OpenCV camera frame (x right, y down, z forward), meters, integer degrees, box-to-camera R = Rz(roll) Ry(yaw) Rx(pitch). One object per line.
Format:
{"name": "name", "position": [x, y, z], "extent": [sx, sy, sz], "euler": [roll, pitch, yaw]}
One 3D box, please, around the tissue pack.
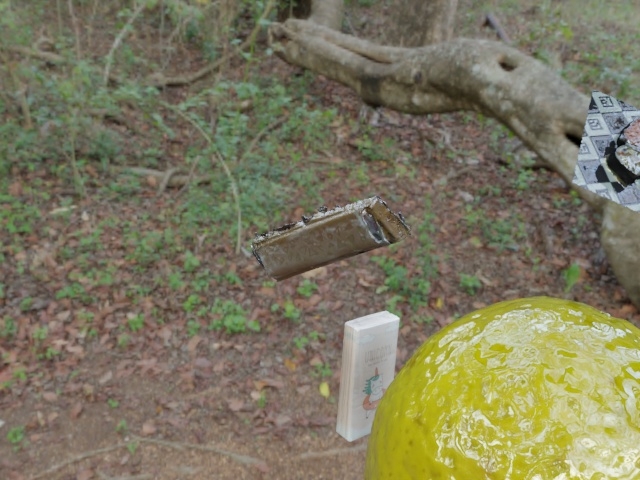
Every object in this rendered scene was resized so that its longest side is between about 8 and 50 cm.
{"name": "tissue pack", "position": [0.130, 0.367, 1.759], "extent": [0.170, 0.325, 0.071], "euler": [-7, 18, -39]}

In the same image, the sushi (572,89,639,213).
{"name": "sushi", "position": [0.558, -0.151, 1.097], "extent": [0.220, 0.047, 0.231], "euler": [24, 61, 0]}

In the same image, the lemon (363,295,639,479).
{"name": "lemon", "position": [0.215, 0.239, 0.653], "extent": [0.387, 0.349, 0.350], "euler": [-33, 29, 0]}

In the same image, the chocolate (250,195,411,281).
{"name": "chocolate", "position": [-0.001, 0.006, 1.032], "extent": [0.329, 0.102, 0.065], "euler": [-19, 27, 48]}
